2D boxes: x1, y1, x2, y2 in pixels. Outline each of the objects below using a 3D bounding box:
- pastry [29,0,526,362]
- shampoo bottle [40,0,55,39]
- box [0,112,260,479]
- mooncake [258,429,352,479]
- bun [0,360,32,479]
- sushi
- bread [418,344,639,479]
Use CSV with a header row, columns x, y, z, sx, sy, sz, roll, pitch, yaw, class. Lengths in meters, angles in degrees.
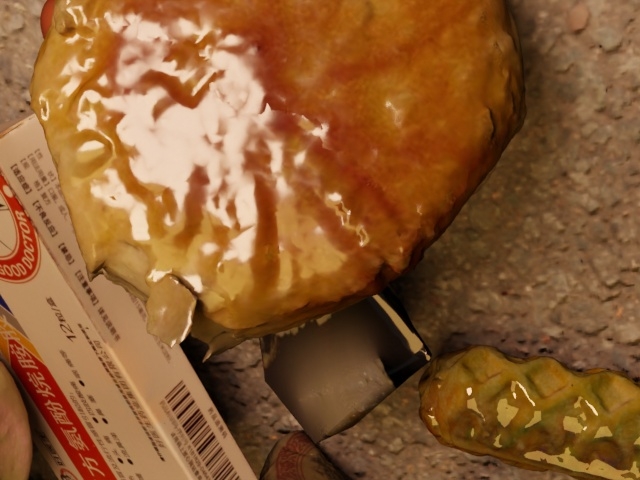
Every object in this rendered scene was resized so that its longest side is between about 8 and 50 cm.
x,y,z,sx,sy,sz,roll,pitch,yaw,class
-0.035,-0.100,0.659,0.329,0.136,0.330,0,87,-2,pastry
-0.158,-0.130,0.771,0.085,0.085,0.244,-5,114,18,shampoo bottle
-0.212,0.076,0.862,0.214,0.069,0.353,-6,117,44,box
0.000,0.236,0.897,0.073,0.125,0.130,-41,104,10,mooncake
-0.403,0.203,0.845,0.361,0.213,0.361,-1,101,-5,bun
-0.018,0.000,0.802,0.134,0.109,0.273,-37,89,32,sushi
0.208,0.141,0.813,0.269,0.098,0.087,11,77,9,bread
